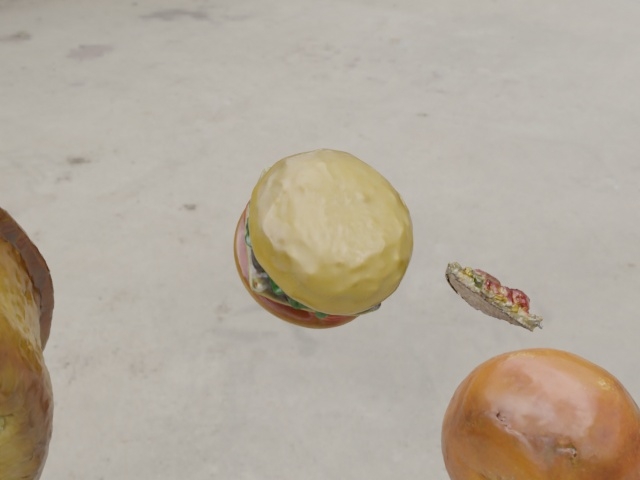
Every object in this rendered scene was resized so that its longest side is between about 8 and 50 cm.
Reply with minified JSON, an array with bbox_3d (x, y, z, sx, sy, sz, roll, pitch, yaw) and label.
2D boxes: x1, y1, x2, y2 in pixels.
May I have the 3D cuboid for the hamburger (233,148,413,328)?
[{"bbox_3d":[0.000,0.000,0.850,0.162,0.115,0.162,10,63,-21],"label":"hamburger"}]

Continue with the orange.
[{"bbox_3d":[0.302,0.278,1.299,0.283,0.284,0.226,20,39,33],"label":"orange"}]

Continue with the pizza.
[{"bbox_3d":[0.150,0.047,0.885,0.100,0.029,0.099,35,-7,-3],"label":"pizza"}]

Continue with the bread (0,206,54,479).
[{"bbox_3d":[-0.296,0.083,0.539,0.312,0.312,0.172,-10,46,-24],"label":"bread"}]
